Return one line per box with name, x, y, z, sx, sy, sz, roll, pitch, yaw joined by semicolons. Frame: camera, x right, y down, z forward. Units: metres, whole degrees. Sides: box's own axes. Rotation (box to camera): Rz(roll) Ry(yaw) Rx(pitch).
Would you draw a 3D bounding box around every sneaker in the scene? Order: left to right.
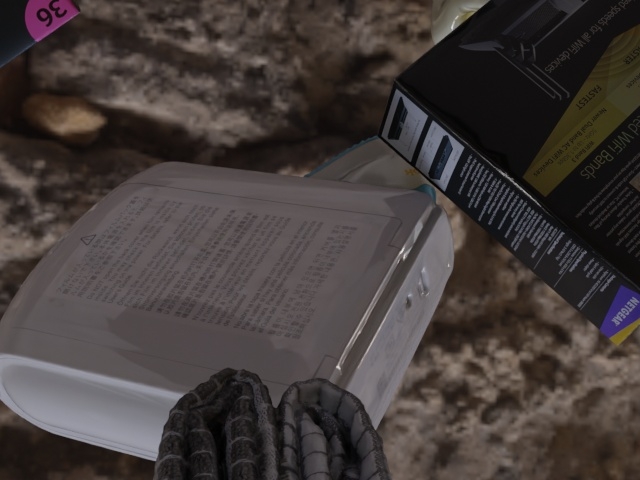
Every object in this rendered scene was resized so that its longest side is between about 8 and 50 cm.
sneaker;0.000;0.000;0.965;0.228;0.092;0.087;-34;148;26

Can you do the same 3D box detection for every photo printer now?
photo printer;-0.083;0.052;0.827;0.307;0.107;0.256;8;-136;25

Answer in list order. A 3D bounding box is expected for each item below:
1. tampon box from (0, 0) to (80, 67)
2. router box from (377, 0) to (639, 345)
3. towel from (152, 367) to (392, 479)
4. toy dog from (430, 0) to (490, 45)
tampon box;-0.241;-0.176;0.643;0.120;0.161;0.101;-35;-149;1
router box;0.236;-0.110;0.834;0.243;0.309;0.081;43;156;15
towel;-0.039;0.232;0.523;0.121;0.235;0.284;7;-152;-8
toy dog;0.264;-0.243;1.187;0.284;0.408;0.395;-7;-154;-13
